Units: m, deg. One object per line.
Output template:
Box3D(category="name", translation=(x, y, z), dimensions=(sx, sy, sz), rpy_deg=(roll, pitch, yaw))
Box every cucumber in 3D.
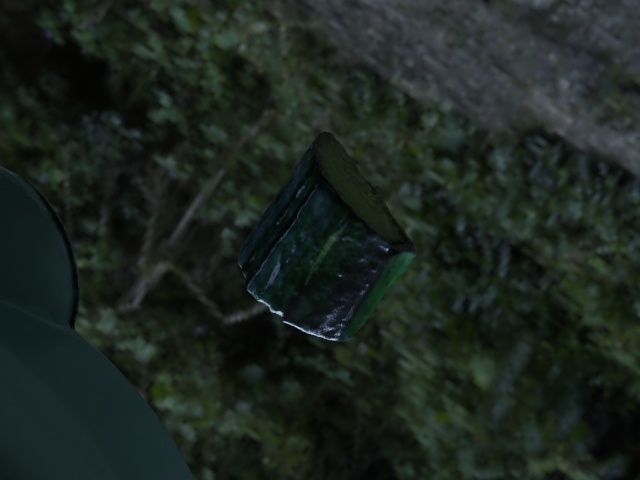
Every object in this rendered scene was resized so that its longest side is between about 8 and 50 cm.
Box3D(category="cucumber", translation=(0.000, 0.000, 1.102), dimensions=(0.116, 0.115, 0.062), rpy_deg=(47, -151, 23))

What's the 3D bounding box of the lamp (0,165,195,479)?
Box3D(category="lamp", translation=(-0.145, 0.127, 0.416), dimensions=(0.209, 0.284, 0.147), rpy_deg=(52, 179, 10))
